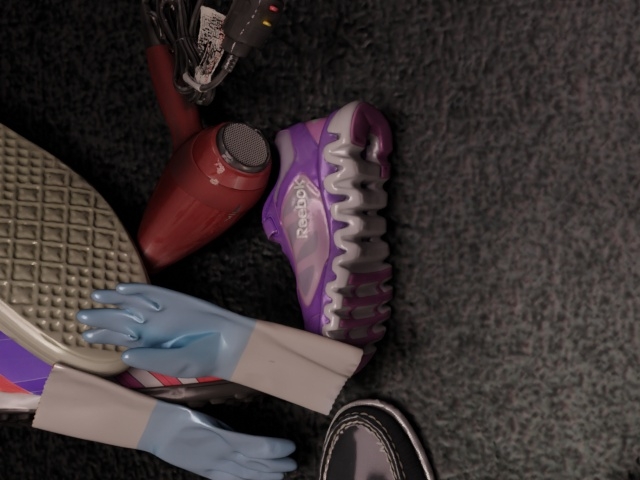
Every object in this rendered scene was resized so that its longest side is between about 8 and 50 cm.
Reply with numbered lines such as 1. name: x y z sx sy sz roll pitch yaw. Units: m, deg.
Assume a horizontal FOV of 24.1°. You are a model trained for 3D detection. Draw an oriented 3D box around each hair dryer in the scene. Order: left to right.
1. hair dryer: -0.107 -0.103 1.323 0.223 0.080 0.293 37 114 57

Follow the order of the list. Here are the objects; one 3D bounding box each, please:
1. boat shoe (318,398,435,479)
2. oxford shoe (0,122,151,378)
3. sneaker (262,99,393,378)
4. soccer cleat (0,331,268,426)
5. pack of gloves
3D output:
1. boat shoe: 0.043 0.288 1.266 0.114 0.091 0.302 -9 88 22
2. oxford shoe: -0.321 -0.019 1.370 0.449 0.169 0.130 38 134 21
3. sneaker: 0.000 0.000 1.282 0.104 0.095 0.236 0 87 29
4. soccer cleat: -0.194 0.106 1.357 0.318 0.108 0.116 -4 77 21
5. pack of gloves: -0.108 0.135 1.236 0.232 0.046 0.195 18 127 -11
